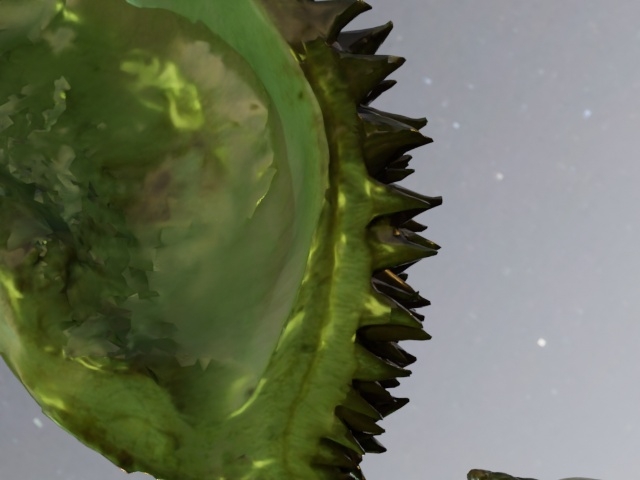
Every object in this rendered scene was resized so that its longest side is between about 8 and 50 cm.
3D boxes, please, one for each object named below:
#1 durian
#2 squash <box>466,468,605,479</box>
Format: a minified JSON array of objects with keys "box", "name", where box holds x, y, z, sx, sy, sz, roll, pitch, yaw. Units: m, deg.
[{"box":[-0.093,-0.051,0.582,0.198,0.394,0.163,-48,-16,-9],"name":"durian"},{"box":[0.170,0.163,0.734,0.075,0.200,0.090,-44,-41,-30],"name":"squash"}]
